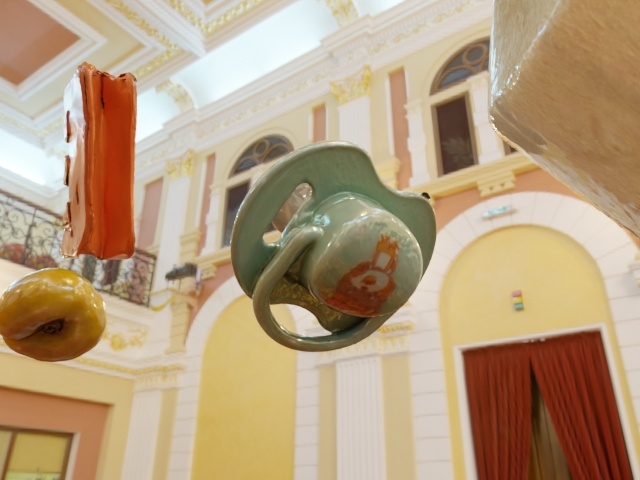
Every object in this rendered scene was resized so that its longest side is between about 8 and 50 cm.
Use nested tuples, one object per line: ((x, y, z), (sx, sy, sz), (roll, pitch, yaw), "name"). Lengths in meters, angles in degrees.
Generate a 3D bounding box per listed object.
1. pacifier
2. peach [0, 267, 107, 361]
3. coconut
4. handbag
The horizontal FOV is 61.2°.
((0.000, 0.000, 0.778), (0.343, 0.269, 0.288), (33, -85, -38), "pacifier")
((-0.457, 0.128, 0.916), (0.179, 0.103, 0.179), (-7, -54, -10), "peach")
((0.228, -0.134, 0.344), (0.237, 0.266, 0.237), (-39, -22, -19), "coconut")
((-0.504, -0.161, 1.201), (0.116, 0.410, 0.303), (1, -2, -35), "handbag")
